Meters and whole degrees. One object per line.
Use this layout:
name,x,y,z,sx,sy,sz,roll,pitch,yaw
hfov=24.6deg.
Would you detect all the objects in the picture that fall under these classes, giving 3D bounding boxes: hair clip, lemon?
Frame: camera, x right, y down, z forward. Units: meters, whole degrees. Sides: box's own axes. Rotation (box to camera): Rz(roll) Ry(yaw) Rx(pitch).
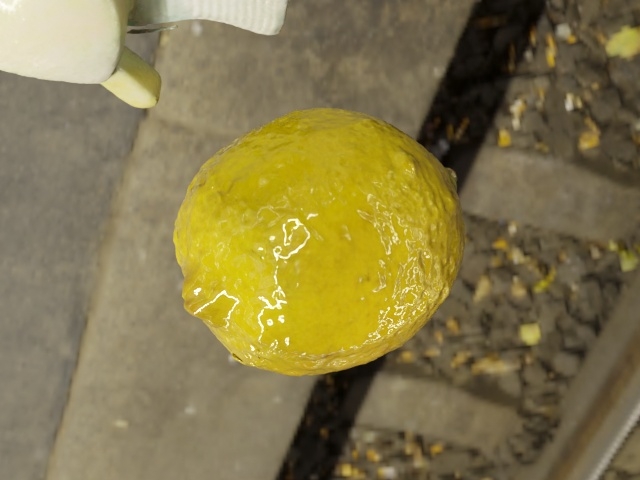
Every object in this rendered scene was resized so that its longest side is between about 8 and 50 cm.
hair clip,-0.131,-0.145,0.936,0.218,0.071,0.159,-8,149,-11
lemon,0.000,0.000,1.069,0.231,0.192,0.192,-25,137,-20
